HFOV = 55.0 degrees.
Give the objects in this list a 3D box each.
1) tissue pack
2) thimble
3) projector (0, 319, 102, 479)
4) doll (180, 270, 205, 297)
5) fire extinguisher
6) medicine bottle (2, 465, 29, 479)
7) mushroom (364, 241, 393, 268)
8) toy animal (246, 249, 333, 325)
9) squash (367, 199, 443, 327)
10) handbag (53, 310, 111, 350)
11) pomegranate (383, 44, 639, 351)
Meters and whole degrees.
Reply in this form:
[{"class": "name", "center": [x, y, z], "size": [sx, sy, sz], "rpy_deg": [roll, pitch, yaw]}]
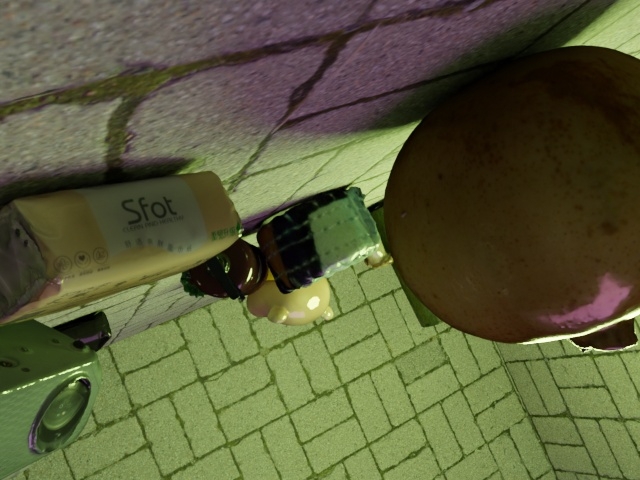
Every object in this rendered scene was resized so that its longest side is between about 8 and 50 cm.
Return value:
[{"class": "tissue pack", "center": [-0.211, 0.007, 0.580], "size": [0.186, 0.090, 0.222], "rpy_deg": [-24, 175, 39]}, {"class": "thimble", "center": [0.000, 0.000, 1.215], "size": [0.237, 0.150, 0.237], "rpy_deg": [-25, 175, -2]}, {"class": "projector", "center": [-0.346, 0.126, 0.547], "size": [0.108, 0.198, 0.250], "rpy_deg": [-68, 168, 4]}, {"class": "doll", "center": [-0.262, 0.065, 1.328], "size": [0.078, 0.077, 0.113], "rpy_deg": [2, -158, -8]}, {"class": "fire extinguisher", "center": [-0.162, 0.055, 1.133], "size": [0.114, 0.135, 0.337], "rpy_deg": [-39, 175, -1]}, {"class": "medicine bottle", "center": [-0.608, 0.293, 0.912], "size": [0.241, 0.241, 0.302], "rpy_deg": [-27, 174, 38]}, {"class": "mushroom", "center": [0.117, 0.004, 1.692], "size": [0.097, 0.212, 0.088], "rpy_deg": [-32, -143, 19]}, {"class": "toy animal", "center": [-0.072, 0.128, 1.714], "size": [0.277, 0.247, 0.345], "rpy_deg": [-25, 176, 41]}, {"class": "squash", "center": [0.326, 0.030, 1.796], "size": [0.263, 0.384, 0.263], "rpy_deg": [-26, 176, -2]}, {"class": "handbag", "center": [-0.617, 0.253, 1.455], "size": [0.223, 0.080, 0.247], "rpy_deg": [-21, 174, -30]}, {"class": "pomegranate", "center": [0.285, -0.037, 0.786], "size": [0.416, 0.417, 0.416], "rpy_deg": [-24, 176, -2]}]
